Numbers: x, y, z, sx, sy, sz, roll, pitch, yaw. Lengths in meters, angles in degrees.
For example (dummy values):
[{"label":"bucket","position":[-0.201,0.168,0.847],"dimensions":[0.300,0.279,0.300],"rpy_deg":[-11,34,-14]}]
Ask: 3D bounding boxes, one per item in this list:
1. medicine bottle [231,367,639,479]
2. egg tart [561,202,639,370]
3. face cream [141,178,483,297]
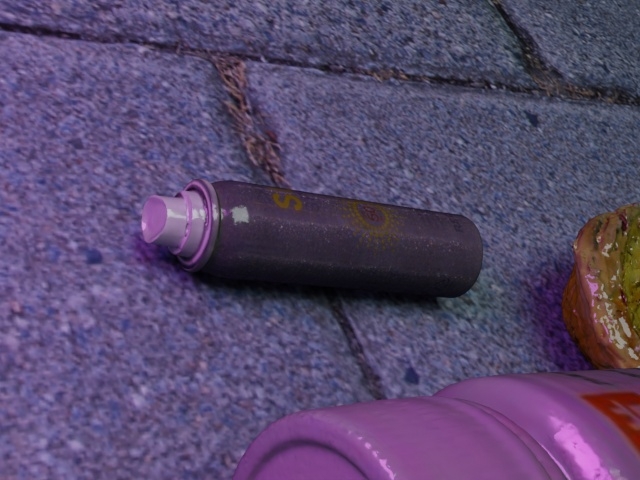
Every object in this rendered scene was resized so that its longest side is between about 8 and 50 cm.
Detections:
[{"label":"medicine bottle","position":[0.152,0.184,0.565],"dimensions":[0.388,0.219,0.219],"rpy_deg":[4,50,-35]},{"label":"egg tart","position":[0.307,0.073,0.890],"dimensions":[0.232,0.098,0.252],"rpy_deg":[39,43,-10]},{"label":"face cream","position":[0.000,0.000,0.739],"dimensions":[0.284,0.073,0.073],"rpy_deg":[7,49,-32]}]
